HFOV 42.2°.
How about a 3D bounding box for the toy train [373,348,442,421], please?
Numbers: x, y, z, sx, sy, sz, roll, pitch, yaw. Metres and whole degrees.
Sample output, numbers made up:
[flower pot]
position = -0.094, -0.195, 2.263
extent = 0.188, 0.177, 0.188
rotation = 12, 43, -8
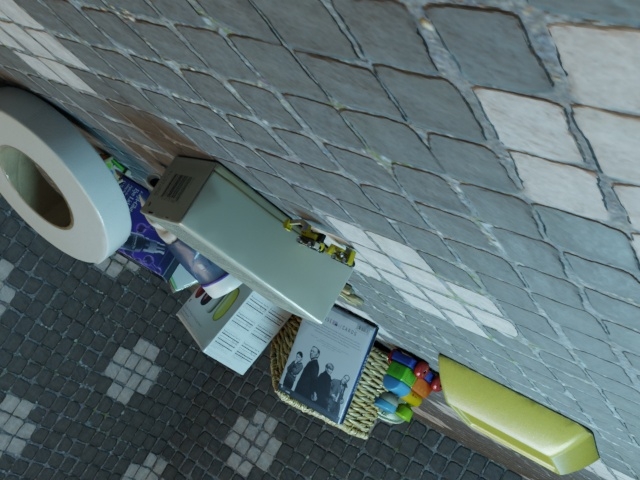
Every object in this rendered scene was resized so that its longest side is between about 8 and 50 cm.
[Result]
[toy train]
position = 0.228, 0.373, 1.989
extent = 0.105, 0.143, 0.248
rotation = 21, 165, 44

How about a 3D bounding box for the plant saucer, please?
[plant saucer]
position = 0.404, 0.384, 1.738
extent = 0.333, 0.081, 0.333
rotation = 25, 168, 29

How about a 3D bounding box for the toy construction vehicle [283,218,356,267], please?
[toy construction vehicle]
position = 0.000, 0.000, 1.239
extent = 0.098, 0.035, 0.086
rotation = 24, 178, 45

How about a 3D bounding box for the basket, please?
[basket]
position = 0.014, 0.326, 2.091
extent = 0.299, 0.223, 0.213
rotation = 30, 175, -26

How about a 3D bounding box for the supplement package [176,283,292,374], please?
[supplement package]
position = -0.217, 0.183, 2.081
extent = 0.149, 0.203, 0.194
rotation = 39, 180, -39

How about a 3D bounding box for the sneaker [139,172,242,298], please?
[sneaker]
position = -0.230, -0.038, 1.529
extent = 0.236, 0.130, 0.323
rotation = 57, 180, -14

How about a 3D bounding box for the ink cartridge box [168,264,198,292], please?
[ink cartridge box]
position = -0.351, 0.042, 2.043
extent = 0.154, 0.093, 0.212
rotation = 66, 168, -1

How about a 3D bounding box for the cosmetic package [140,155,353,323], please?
[cosmetic package]
position = -0.114, 0.001, 1.324
extent = 0.309, 0.113, 0.160
rotation = 37, 168, -34

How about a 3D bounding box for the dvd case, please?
[dvd case]
position = 0.015, 0.267, 1.866
extent = 0.179, 0.238, 0.029
rotation = 25, -169, 28

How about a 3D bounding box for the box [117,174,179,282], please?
[box]
position = -0.395, -0.024, 1.868
extent = 0.207, 0.153, 0.108
rotation = 30, 169, 1

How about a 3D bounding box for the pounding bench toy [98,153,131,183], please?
[pounding bench toy]
position = -0.436, -0.148, 1.697
extent = 0.052, 0.083, 0.065
rotation = 15, 129, 49

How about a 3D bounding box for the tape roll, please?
[tape roll]
position = -0.541, -0.122, 1.650
extent = 0.392, 0.072, 0.392
rotation = 29, 145, 23

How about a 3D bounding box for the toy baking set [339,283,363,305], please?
[toy baking set]
position = -0.024, 0.075, 1.632
extent = 0.256, 0.030, 0.197
rotation = 23, 167, 37

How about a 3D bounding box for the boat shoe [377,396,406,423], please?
[boat shoe]
position = 0.115, 0.384, 2.264
extent = 0.302, 0.113, 0.103
rotation = 38, 174, 4
